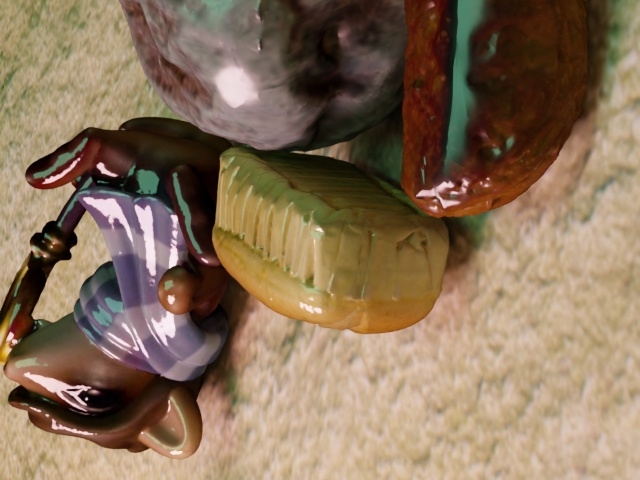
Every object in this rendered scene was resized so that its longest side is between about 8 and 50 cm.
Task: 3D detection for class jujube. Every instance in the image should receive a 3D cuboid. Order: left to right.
[{"bbox_3d":[-0.040,-0.195,1.303,0.308,0.215,0.246,43,155,57],"label":"jujube"}]

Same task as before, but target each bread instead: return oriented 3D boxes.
[{"bbox_3d":[0.000,0.000,1.274,0.236,0.140,0.106,-145,60,-60],"label":"bread"}]

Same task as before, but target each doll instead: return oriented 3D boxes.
[{"bbox_3d":[-0.186,0.039,1.534,0.318,0.209,0.339,-126,46,-54],"label":"doll"}]

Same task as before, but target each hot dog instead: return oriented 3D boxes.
[{"bbox_3d":[0.111,-0.127,1.135,0.160,0.099,0.227,24,108,60],"label":"hot dog"}]
